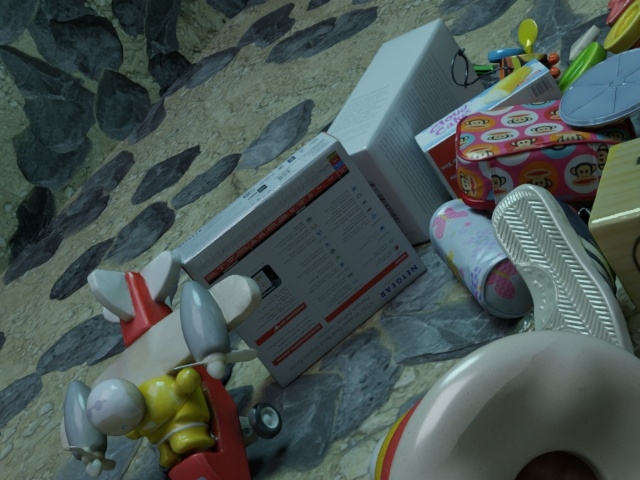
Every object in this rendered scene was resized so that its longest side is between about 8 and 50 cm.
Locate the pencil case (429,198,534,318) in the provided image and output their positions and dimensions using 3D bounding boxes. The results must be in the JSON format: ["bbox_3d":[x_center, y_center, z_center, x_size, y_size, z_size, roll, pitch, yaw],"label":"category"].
[{"bbox_3d":[0.266,0.023,1.750,0.124,0.113,0.273,-21,24,-3],"label":"pencil case"}]

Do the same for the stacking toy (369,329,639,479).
[{"bbox_3d":[0.180,0.277,1.272,0.350,0.350,0.480,-43,7,-14],"label":"stacking toy"}]

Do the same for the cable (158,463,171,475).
[{"bbox_3d":[-0.256,0.303,1.986,0.139,0.072,0.287,-26,26,35],"label":"cable"}]

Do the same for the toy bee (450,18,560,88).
[{"bbox_3d":[0.393,-0.309,2.095,0.162,0.195,0.298,-2,23,33],"label":"toy bee"}]

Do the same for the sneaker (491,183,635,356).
[{"bbox_3d":[0.356,0.082,1.475,0.131,0.148,0.350,-36,54,33],"label":"sneaker"}]

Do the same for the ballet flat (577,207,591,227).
[{"bbox_3d":[0.392,0.018,1.665,0.057,0.049,0.173,-21,28,32],"label":"ballet flat"}]

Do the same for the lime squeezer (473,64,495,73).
[{"bbox_3d":[0.260,-0.358,2.538,0.310,0.059,0.110,-23,58,25],"label":"lime squeezer"}]

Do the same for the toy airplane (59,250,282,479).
[{"bbox_3d":[-0.263,0.207,1.709,0.384,0.386,0.272,15,18,30],"label":"toy airplane"}]

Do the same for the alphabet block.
[{"bbox_3d":[0.495,-0.031,1.450,0.197,0.192,0.193,-18,28,37],"label":"alphabet block"}]

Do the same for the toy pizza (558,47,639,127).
[{"bbox_3d":[0.474,-0.237,1.743,0.201,0.032,0.201,-27,26,15],"label":"toy pizza"}]

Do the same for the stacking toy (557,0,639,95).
[{"bbox_3d":[0.589,-0.367,2.093,0.279,0.130,0.309,-51,7,42],"label":"stacking toy"}]

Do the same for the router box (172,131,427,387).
[{"bbox_3d":[-0.032,0.035,1.892,0.335,0.301,0.082,-39,25,-7],"label":"router box"}]

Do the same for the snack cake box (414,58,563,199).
[{"bbox_3d":[0.326,-0.188,2.002,0.264,0.152,0.089,-33,24,7],"label":"snack cake box"}]

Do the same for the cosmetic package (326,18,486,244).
[{"bbox_3d":[0.165,-0.208,2.157,0.161,0.230,0.453,-16,30,39],"label":"cosmetic package"}]

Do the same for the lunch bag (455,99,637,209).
[{"bbox_3d":[0.369,-0.159,1.831,0.293,0.120,0.258,-6,28,11],"label":"lunch bag"}]

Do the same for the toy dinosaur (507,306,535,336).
[{"bbox_3d":[0.292,0.153,1.551,0.268,0.064,0.118,-49,23,-19],"label":"toy dinosaur"}]
